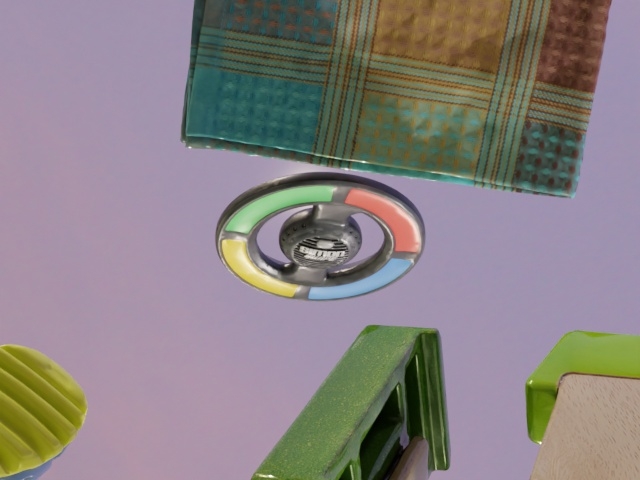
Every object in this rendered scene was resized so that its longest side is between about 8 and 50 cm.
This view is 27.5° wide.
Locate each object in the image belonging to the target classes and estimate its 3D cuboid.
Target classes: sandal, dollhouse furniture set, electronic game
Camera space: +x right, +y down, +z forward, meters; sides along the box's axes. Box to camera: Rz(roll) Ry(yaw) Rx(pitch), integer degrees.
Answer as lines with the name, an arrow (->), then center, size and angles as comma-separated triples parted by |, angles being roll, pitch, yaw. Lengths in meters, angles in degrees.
sandal -> -0.319, 0.196, 1.055 | 0.126, 0.317, 0.138 | 44, -48, 10
dollhouse furniture set -> 0.103, 0.208, 0.647 | 0.198, 0.151, 0.301 | 3, -63, 21
electronic game -> 0.000, 0.000, 1.421 | 0.229, 0.229, 0.048 | -36, -139, 40

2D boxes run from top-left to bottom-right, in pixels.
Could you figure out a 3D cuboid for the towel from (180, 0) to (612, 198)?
towel -> 0.065, -0.188, 1.156 | 0.370, 0.040, 0.271 | 9, -72, 5
